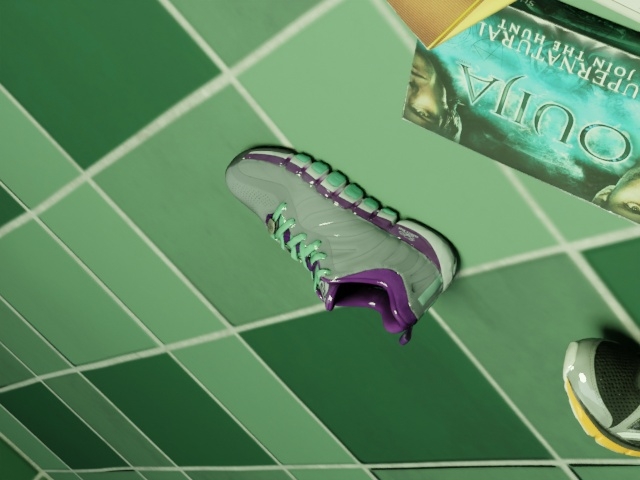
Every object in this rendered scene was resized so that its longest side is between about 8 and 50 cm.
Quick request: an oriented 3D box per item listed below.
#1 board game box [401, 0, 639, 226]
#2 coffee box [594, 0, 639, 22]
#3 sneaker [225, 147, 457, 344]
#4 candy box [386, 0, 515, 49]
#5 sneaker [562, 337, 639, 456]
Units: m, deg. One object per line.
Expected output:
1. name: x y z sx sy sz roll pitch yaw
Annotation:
1. board game box: 0.147 -0.092 0.574 0.186 0.026 0.126 27 144 15
2. coffee box: 0.171 -0.146 0.272 0.297 0.168 0.119 22 162 -10
3. sneaker: 0.000 0.000 0.752 0.224 0.098 0.083 26 145 15
4. candy box: 0.088 -0.179 0.431 0.109 0.053 0.187 45 148 -16
5. sneaker: 0.281 0.135 0.681 0.215 0.084 0.083 32 145 -9
